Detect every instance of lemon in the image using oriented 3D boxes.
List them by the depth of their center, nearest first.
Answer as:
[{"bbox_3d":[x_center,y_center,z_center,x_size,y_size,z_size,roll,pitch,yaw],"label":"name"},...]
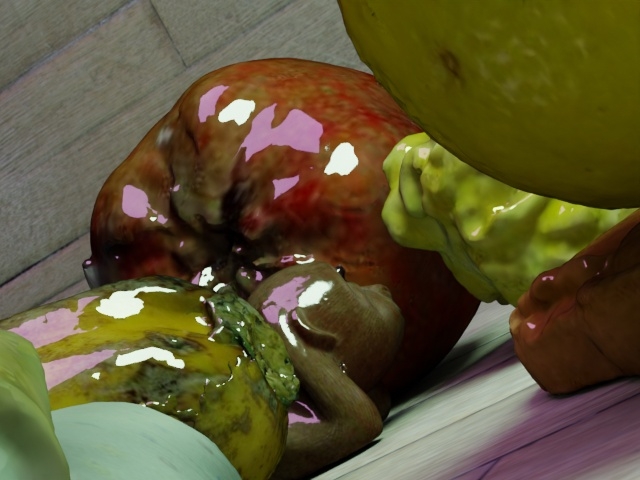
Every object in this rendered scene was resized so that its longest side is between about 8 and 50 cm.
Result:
[{"bbox_3d":[0.134,-0.143,0.706,0.258,0.258,0.310,-28,-7,-41],"label":"lemon"}]

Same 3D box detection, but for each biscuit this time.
[{"bbox_3d":[0.269,-0.038,0.796,0.349,0.078,0.455,-24,-3,-19],"label":"biscuit"}]

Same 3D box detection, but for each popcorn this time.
[{"bbox_3d":[0.165,-0.043,1.116,0.235,0.181,0.216,-23,-5,23],"label":"popcorn"}]

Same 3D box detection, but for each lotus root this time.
[{"bbox_3d":[-0.200,0.148,0.954,0.397,0.179,0.196,-26,18,1],"label":"lotus root"}]

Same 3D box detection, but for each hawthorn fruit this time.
[{"bbox_3d":[-0.015,-0.002,1.311,0.308,0.308,0.325,-29,11,20],"label":"hawthorn fruit"}]

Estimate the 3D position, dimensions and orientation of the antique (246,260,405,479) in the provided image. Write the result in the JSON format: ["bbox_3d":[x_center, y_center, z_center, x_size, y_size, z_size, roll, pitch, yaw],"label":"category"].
[{"bbox_3d":[-0.062,0.105,1.105,0.256,0.143,0.121,-27,-3,5],"label":"antique"}]

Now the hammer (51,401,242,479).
[{"bbox_3d":[-0.184,0.139,0.507,0.335,0.119,0.206,-13,-2,3],"label":"hammer"}]

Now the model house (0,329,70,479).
[{"bbox_3d":[-0.189,0.070,0.377,0.267,0.194,0.325,-28,23,20],"label":"model house"}]
